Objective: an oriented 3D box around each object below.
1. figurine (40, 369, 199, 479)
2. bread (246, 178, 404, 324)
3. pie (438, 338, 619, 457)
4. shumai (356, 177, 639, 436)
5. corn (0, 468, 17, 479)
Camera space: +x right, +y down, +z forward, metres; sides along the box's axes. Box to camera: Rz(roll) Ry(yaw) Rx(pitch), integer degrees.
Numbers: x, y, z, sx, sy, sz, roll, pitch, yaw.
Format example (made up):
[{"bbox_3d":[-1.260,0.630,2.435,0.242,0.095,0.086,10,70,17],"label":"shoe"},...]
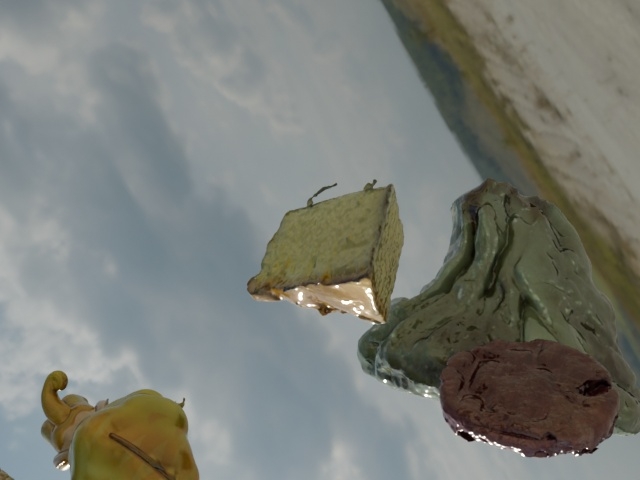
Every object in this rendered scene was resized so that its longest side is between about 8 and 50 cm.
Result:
[{"bbox_3d":[-0.216,0.213,1.056,0.246,0.156,0.131,8,147,47],"label":"figurine"},{"bbox_3d":[0.000,0.000,0.688,0.080,0.109,0.084,65,-140,-58],"label":"bread"},{"bbox_3d":[0.174,0.131,0.854,0.153,0.154,0.038,-96,4,-62],"label":"pie"},{"bbox_3d":[0.223,0.065,1.136,0.309,0.304,0.263,15,-99,-32],"label":"shumai"},{"bbox_3d":[-0.379,0.259,1.052,0.290,0.098,0.098,47,-164,-17],"label":"corn"}]
